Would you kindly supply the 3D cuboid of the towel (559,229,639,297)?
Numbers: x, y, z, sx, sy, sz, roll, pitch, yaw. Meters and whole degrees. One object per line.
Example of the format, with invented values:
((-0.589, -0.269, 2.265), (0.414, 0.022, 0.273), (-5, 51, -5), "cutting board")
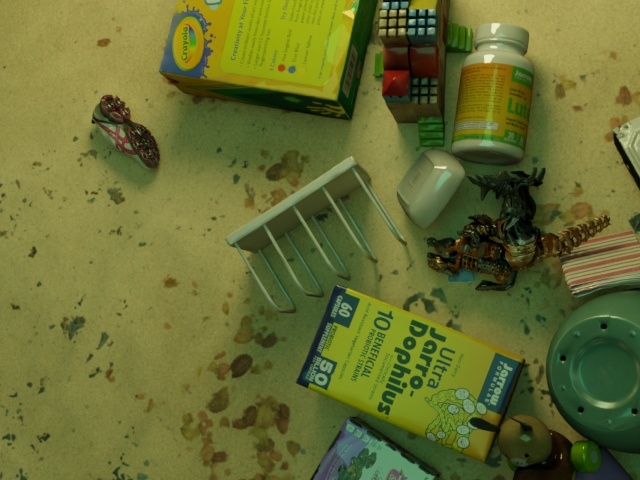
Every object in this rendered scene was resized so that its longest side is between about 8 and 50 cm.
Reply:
((0.501, 0.041, 1.697), (0.144, 0.197, 0.029), (-12, 110, 11), "towel")

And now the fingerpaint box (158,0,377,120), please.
((-0.080, -0.494, 1.909), (0.371, 0.163, 0.445), (11, 84, 13), "fingerpaint box")

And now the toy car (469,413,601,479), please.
((0.326, 0.340, 1.528), (0.155, 0.188, 0.149), (-15, 38, 45), "toy car")

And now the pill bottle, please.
((0.327, -0.274, 1.796), (0.136, 0.136, 0.246), (7, 84, 14), "pill bottle")

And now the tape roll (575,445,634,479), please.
((0.439, 0.440, 1.642), (0.189, 0.189, 0.080), (-42, 75, 4), "tape roll")

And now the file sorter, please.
((0.000, 0.000, 1.808), (0.277, 0.193, 0.173), (-32, 80, 7), "file sorter")

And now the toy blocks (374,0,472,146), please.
((0.176, -0.390, 1.784), (0.191, 0.261, 0.381), (2, 83, 13), "toy blocks")

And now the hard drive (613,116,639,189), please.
((0.695, -0.102, 1.682), (0.237, 0.064, 0.339), (-23, 61, 8), "hard drive")

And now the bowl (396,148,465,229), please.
((0.196, -0.105, 1.794), (0.053, 0.142, 0.142), (28, 106, -21), "bowl")

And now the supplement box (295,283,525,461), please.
((0.168, 0.236, 1.730), (0.356, 0.195, 0.194), (20, 87, 14), "supplement box")

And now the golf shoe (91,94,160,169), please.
((-0.407, -0.214, 2.003), (0.186, 0.067, 0.086), (51, 126, 10), "golf shoe")

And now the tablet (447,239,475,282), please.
((0.269, 0.040, 1.833), (0.054, 0.006, 0.083), (-2, 82, 12), "tablet")

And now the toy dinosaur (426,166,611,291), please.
((0.354, -0.019, 1.761), (0.322, 0.164, 0.218), (-7, 90, 1), "toy dinosaur")

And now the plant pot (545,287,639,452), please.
((0.511, 0.217, 1.586), (0.293, 0.235, 0.293), (-4, 82, 34), "plant pot")

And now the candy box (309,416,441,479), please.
((0.096, 0.449, 1.776), (0.196, 0.070, 0.165), (31, 90, 19), "candy box")
